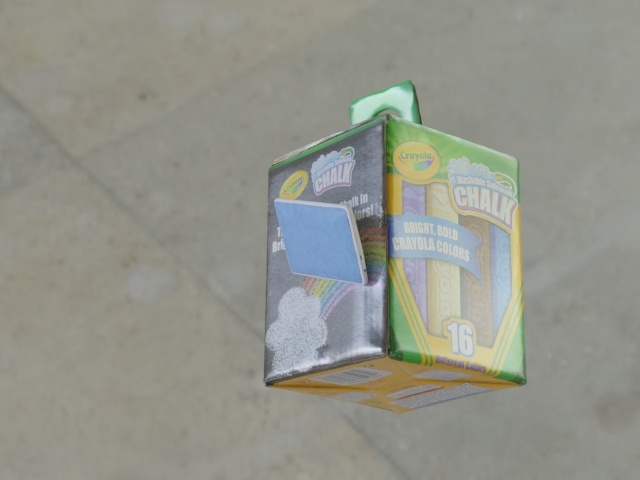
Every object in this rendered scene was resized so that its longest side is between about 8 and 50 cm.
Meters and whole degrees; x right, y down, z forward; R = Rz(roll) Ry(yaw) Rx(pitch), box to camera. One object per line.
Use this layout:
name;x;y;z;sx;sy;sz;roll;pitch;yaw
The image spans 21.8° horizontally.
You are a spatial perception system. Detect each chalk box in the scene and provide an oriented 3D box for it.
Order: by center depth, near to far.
chalk box;0.051;-0.002;1.146;0.132;0.132;0.213;16;67;-37

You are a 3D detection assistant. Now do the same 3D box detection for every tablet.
tablet;0.000;0.000;1.079;0.006;0.054;0.083;-22;17;-32
